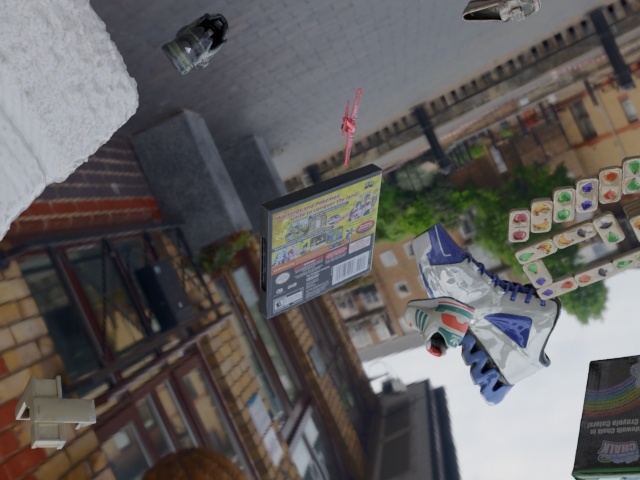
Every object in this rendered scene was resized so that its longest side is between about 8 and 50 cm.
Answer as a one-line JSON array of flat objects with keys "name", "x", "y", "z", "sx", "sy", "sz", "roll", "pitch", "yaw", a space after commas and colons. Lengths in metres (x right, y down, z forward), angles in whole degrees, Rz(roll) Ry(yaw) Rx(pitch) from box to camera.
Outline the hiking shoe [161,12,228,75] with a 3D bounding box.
[{"name": "hiking shoe", "x": -0.212, "y": -0.373, "z": 1.398, "sx": 0.114, "sy": 0.086, "sz": 0.227, "roll": -27, "pitch": -158, "yaw": 15}]

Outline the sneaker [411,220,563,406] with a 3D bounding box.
[{"name": "sneaker", "x": 0.287, "y": 0.095, "z": 1.229, "sx": 0.182, "sy": 0.315, "sz": 0.127, "roll": -27, "pitch": -177, "yaw": 12}]

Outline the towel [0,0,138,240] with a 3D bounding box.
[{"name": "towel", "x": -0.202, "y": -0.125, "z": 0.345, "sx": 0.049, "sy": 0.282, "sz": 0.187, "roll": 7, "pitch": -132, "yaw": 35}]

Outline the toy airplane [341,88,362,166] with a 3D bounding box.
[{"name": "toy airplane", "x": 0.052, "y": -0.209, "z": 1.371, "sx": 0.028, "sy": 0.151, "sz": 0.151, "roll": 10, "pitch": -179, "yaw": 1}]

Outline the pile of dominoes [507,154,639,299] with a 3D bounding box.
[{"name": "pile of dominoes", "x": 0.390, "y": -0.008, "z": 1.035, "sx": 0.251, "sy": 0.196, "sz": 0.040, "roll": -25, "pitch": -143, "yaw": 23}]

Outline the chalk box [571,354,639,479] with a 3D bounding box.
[{"name": "chalk box", "x": 0.385, "y": 0.253, "z": 0.866, "sx": 0.132, "sy": 0.132, "sz": 0.213, "roll": -18, "pitch": -146, "yaw": 42}]

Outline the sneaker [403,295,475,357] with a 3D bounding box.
[{"name": "sneaker", "x": 0.156, "y": 0.126, "z": 1.067, "sx": 0.161, "sy": 0.057, "sz": 0.075, "roll": -25, "pitch": -138, "yaw": 66}]

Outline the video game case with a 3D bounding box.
[{"name": "video game case", "x": 0.000, "y": 0.000, "z": 1.455, "sx": 0.275, "sy": 0.248, "sz": 0.035, "roll": -23, "pitch": -137, "yaw": -33}]

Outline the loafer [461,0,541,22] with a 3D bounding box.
[{"name": "loafer", "x": 0.280, "y": -0.358, "z": 1.175, "sx": 0.125, "sy": 0.045, "sz": 0.039, "roll": 11, "pitch": -131, "yaw": 41}]

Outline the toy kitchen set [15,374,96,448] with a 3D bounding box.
[{"name": "toy kitchen set", "x": -0.305, "y": 0.210, "z": 0.863, "sx": 0.068, "sy": 0.083, "sz": 0.075, "roll": 10, "pitch": 134, "yaw": -33}]
